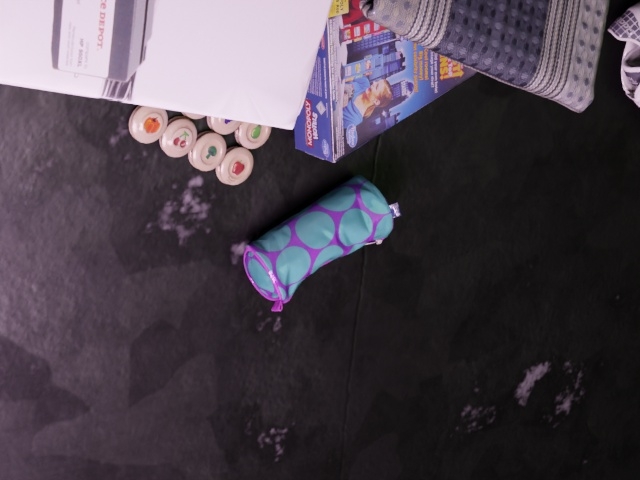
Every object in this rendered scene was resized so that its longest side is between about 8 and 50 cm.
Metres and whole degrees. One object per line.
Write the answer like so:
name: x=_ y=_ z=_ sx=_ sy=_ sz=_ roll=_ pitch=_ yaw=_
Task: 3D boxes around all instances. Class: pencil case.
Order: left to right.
pencil case: x=0.000 y=0.000 z=1.663 sx=0.152 sy=0.064 sz=0.070 roll=-32 pitch=103 yaw=-23

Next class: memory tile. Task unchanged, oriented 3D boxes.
memory tile: x=-0.096 y=-0.118 z=1.562 sx=0.148 sy=0.012 sz=0.113 roll=25 pitch=94 yaw=-43

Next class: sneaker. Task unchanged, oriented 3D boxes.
sneaker: x=0.374 y=-0.163 z=1.890 sx=0.095 sy=0.090 sz=0.235 roll=-31 pitch=125 yaw=-8

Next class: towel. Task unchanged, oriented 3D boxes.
towel: x=0.172 y=-0.313 z=1.621 sx=0.312 sy=0.056 sz=0.324 roll=16 pitch=83 yaw=-41

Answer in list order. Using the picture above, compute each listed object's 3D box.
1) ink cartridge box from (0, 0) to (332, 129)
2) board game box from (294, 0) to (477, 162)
ink cartridge box: x=-0.222 y=-0.213 z=1.222 sx=0.395 sy=0.285 sz=0.166 roll=7 pitch=106 yaw=-42
board game box: x=0.064 y=-0.192 z=1.623 sx=0.194 sy=0.060 sz=0.194 roll=-20 pitch=119 yaw=-35
